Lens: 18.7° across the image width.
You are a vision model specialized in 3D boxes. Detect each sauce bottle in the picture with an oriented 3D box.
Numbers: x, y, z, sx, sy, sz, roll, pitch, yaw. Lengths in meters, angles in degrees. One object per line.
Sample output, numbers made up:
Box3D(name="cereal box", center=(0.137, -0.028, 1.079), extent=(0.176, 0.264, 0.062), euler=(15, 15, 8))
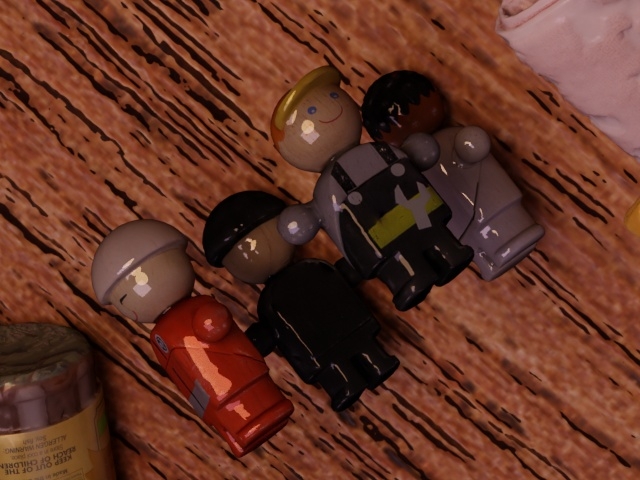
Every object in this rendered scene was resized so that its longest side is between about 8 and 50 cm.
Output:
Box3D(name="sauce bottle", center=(-0.183, 0.227, 1.310), extent=(0.111, 0.111, 0.344), euler=(3, 114, 18))

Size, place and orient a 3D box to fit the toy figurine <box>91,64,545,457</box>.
Box3D(name="toy figurine", center=(0.000, 0.000, 1.095), extent=(0.209, 0.213, 0.148), euler=(-43, 77, 26))

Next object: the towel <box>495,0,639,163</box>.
Box3D(name="towel", center=(0.309, -0.101, 0.959), extent=(0.332, 0.053, 0.317), euler=(38, 122, -26))

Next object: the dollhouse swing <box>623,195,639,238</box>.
Box3D(name="dollhouse swing", center=(0.375, -0.046, 0.753), extent=(0.305, 0.315, 0.347), euler=(47, 118, 17))
